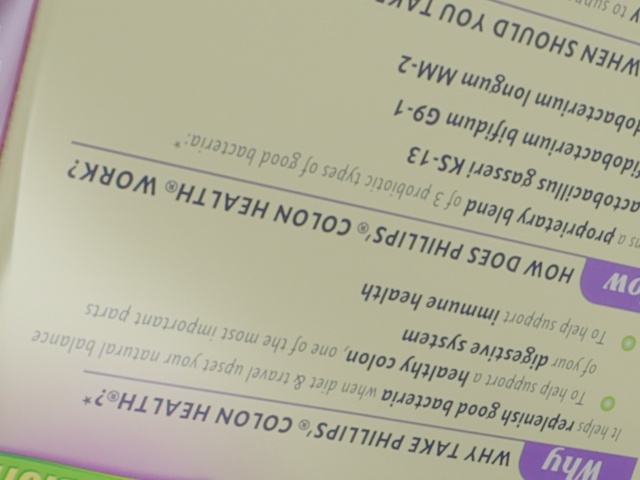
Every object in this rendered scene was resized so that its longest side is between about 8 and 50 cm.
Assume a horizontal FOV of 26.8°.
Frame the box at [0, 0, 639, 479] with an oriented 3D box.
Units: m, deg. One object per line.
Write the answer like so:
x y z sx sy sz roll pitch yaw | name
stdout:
0.000 0.000 0.400 0.117 0.213 0.243 -140 -117 -65 | box
